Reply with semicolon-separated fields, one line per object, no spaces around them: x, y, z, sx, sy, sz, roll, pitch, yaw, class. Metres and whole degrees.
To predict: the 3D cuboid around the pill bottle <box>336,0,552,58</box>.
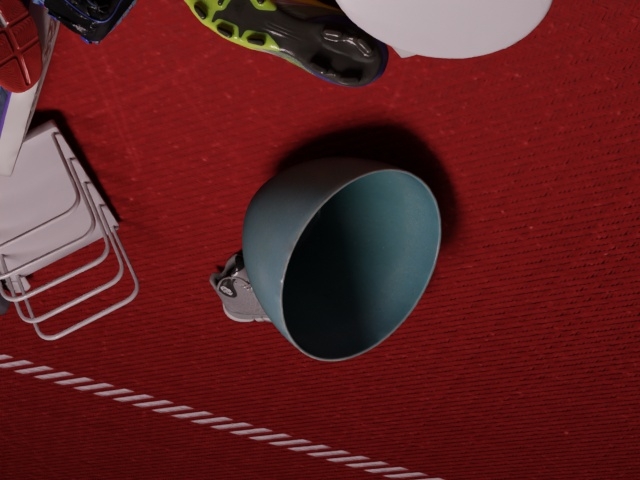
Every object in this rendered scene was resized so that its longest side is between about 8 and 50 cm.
0.130;-0.364;1.137;0.224;0.392;0.224;9;146;6;pill bottle

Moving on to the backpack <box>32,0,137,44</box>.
-0.292;-0.339;1.543;0.173;0.158;0.117;33;162;-5;backpack

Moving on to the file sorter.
-0.413;-0.002;1.964;0.193;0.173;0.277;-27;146;-3;file sorter

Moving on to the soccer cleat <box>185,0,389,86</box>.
-0.050;-0.273;1.604;0.289;0.121;0.093;28;106;2;soccer cleat

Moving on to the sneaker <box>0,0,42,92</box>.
-0.431;-0.289;1.627;0.128;0.087;0.221;21;140;57;sneaker

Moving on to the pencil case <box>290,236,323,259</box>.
0.040;0.048;2.034;0.236;0.104;0.104;23;145;-11;pencil case

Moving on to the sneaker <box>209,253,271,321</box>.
-0.083;0.075;2.126;0.229;0.086;0.132;-6;139;28;sneaker

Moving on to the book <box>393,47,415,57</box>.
0.099;-0.286;1.589;0.096;0.035;0.144;-12;140;39;book

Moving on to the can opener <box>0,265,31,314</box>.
-0.580;0.023;2.212;0.076;0.095;0.283;1;144;17;can opener

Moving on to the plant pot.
0.000;0.000;1.857;0.195;0.290;0.290;31;163;42;plant pot

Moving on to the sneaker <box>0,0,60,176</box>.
-0.490;-0.235;1.735;0.236;0.130;0.322;18;130;-11;sneaker
